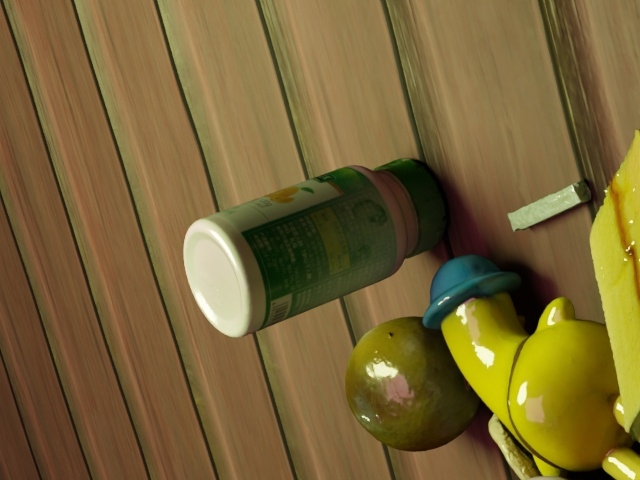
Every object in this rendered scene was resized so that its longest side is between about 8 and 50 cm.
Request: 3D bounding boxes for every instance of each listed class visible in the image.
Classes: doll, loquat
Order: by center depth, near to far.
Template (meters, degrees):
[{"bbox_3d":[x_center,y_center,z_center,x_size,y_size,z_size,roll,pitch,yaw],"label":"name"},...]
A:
[{"bbox_3d":[0.218,0.139,1.696,0.363,0.145,0.199,37,127,47],"label":"doll"},{"bbox_3d":[0.100,0.161,1.898,0.195,0.152,0.152,-23,89,52],"label":"loquat"}]

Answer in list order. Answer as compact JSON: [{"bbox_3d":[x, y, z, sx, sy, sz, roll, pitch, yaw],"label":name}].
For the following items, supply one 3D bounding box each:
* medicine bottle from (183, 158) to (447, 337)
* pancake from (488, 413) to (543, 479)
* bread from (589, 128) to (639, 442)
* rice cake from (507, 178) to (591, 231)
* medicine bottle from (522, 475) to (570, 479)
[{"bbox_3d":[0.000,0.000,1.819,0.133,0.274,0.133,35,135,45],"label":"medicine bottle"},{"bbox_3d":[0.227,0.240,1.774,0.151,0.025,0.151,48,-173,-8],"label":"pancake"},{"bbox_3d":[0.354,0.043,1.518,0.167,0.163,0.264,107,164,-47],"label":"bread"},{"bbox_3d":[0.226,-0.033,1.690,0.121,0.022,0.022,-29,79,58],"label":"rice cake"},{"bbox_3d":[0.253,0.416,1.639,0.325,0.256,0.256,45,152,-12],"label":"medicine bottle"}]
